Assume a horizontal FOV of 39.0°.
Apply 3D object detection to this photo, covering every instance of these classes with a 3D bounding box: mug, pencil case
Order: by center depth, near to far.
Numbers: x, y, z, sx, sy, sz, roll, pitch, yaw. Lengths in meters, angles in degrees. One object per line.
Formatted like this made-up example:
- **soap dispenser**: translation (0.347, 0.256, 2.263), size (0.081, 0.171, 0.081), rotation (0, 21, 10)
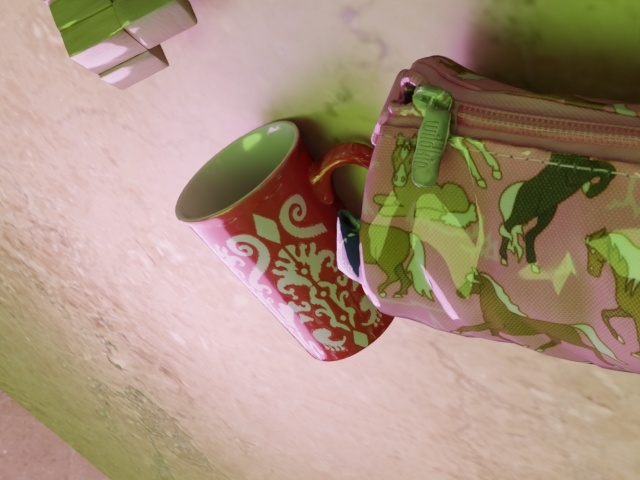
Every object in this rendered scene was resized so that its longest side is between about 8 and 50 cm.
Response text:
- **pencil case**: translation (0.200, 0.004, 0.438), size (0.386, 0.167, 0.160), rotation (15, 105, 34)
- **mug**: translation (-0.007, 0.007, 0.693), size (0.150, 0.113, 0.169), rotation (-1, 133, 48)

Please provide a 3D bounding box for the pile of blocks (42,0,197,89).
- **pile of blocks**: translation (-0.175, -0.263, 0.560), size (0.112, 0.149, 0.362), rotation (-24, 132, 8)
